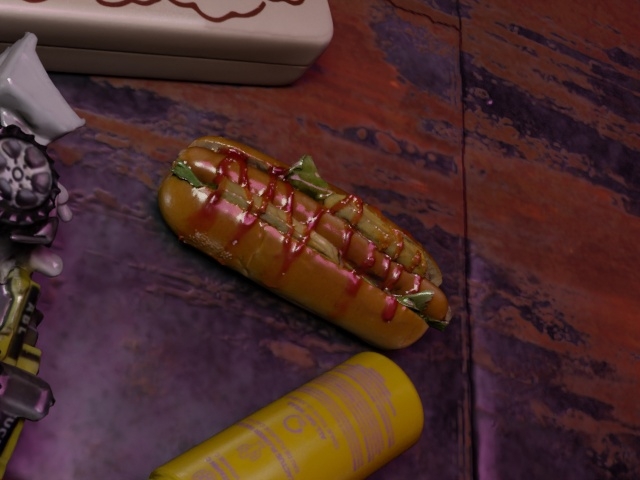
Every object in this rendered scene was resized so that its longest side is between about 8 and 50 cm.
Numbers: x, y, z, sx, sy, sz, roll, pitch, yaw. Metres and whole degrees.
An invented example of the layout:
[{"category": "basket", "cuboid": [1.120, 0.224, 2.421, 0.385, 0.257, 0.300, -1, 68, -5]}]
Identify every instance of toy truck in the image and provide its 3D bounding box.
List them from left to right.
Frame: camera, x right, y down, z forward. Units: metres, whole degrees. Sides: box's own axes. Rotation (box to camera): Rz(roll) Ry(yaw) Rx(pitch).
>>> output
[{"category": "toy truck", "cuboid": [-0.206, 0.021, 0.567, 0.111, 0.136, 0.285, 33, 54, -39]}]

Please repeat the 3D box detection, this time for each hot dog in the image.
[{"category": "hot dog", "cuboid": [0.000, 0.000, 0.730, 0.250, 0.076, 0.104, 30, 54, -12]}]

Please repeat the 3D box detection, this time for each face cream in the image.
[{"category": "face cream", "cuboid": [-0.051, 0.159, 0.616, 0.273, 0.078, 0.078, -25, 81, -37]}]

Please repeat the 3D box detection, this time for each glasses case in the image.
[{"category": "glasses case", "cuboid": [-0.157, -0.202, 0.736, 0.337, 0.076, 0.143, -3, 68, -32]}]
